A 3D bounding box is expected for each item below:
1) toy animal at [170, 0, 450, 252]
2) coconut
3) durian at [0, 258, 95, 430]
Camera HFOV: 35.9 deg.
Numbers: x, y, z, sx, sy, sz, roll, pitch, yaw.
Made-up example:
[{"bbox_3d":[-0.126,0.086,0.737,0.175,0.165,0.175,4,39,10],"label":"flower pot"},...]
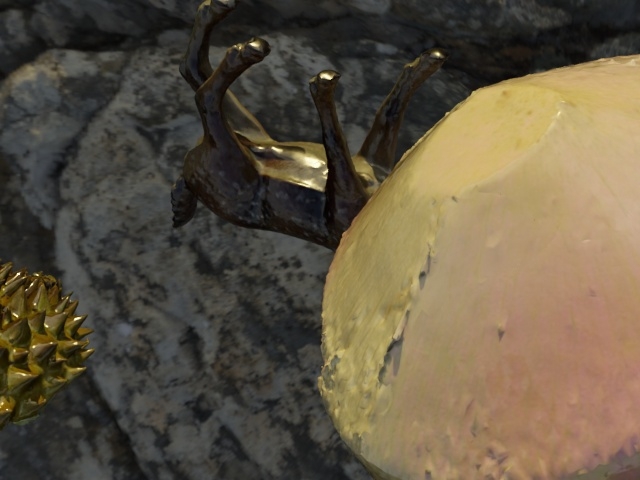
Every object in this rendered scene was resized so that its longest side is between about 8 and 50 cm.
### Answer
[{"bbox_3d":[0.013,-0.010,0.615,0.243,0.087,0.260,29,139,27],"label":"toy animal"},{"bbox_3d":[0.118,0.037,0.428,0.233,0.233,0.245,-21,124,16],"label":"coconut"},{"bbox_3d":[-0.295,0.093,0.796,0.172,0.306,0.166,47,126,5],"label":"durian"}]
